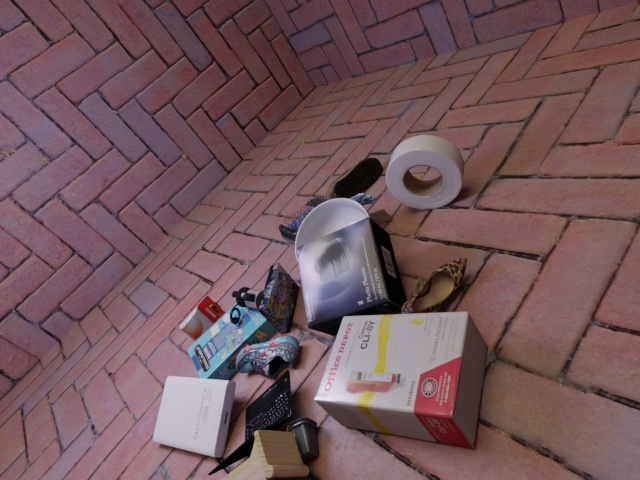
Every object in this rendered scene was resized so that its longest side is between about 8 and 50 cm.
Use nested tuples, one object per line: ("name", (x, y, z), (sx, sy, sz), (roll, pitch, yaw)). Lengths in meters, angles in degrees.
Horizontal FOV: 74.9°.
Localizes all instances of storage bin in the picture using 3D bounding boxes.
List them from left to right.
("storage bin", (-0.072, 0.571, 1.170), (0.135, 0.098, 0.091), (-31, 42, 10))

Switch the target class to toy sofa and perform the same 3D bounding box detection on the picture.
("toy sofa", (-0.207, 0.660, 1.068), (0.362, 0.150, 0.177), (-42, 48, 13))

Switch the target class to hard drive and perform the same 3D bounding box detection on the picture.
("hard drive", (-0.449, 0.607, 1.471), (0.353, 0.047, 0.233), (-10, 62, 36))

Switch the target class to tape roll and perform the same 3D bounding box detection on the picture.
("tape roll", (0.396, -0.253, 1.590), (0.286, 0.286, 0.100), (-14, 39, 34))

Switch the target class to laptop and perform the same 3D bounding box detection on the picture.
("laptop", (-0.205, 0.533, 1.247), (0.234, 0.136, 0.264), (-46, 27, 20))

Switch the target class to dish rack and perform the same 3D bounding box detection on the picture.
("dish rack", (-0.064, -0.104, 1.995), (0.271, 0.074, 0.208), (-42, 31, -16))

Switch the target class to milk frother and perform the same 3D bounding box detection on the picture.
("milk frother", (-0.280, 0.261, 1.643), (0.134, 0.129, 0.143), (1, 91, 45))

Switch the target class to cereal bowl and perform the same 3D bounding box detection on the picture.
("cereal bowl", (0.076, 0.012, 1.649), (0.338, 0.141, 0.339), (-13, 65, 29))

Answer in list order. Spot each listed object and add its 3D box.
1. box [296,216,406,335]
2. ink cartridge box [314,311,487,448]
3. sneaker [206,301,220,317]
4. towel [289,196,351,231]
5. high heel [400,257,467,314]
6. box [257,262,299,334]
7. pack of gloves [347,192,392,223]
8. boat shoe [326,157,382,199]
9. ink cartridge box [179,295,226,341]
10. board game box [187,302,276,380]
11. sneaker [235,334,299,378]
("box", (0.097, 0.128, 1.393), (0.294, 0.182, 0.296), (-24, 59, 24))
("ink cartridge box", (0.209, 0.348, 1.102), (0.384, 0.160, 0.279), (-10, 40, 37))
("sneaker", (-0.527, 0.338, 1.925), (0.075, 0.057, 0.161), (-39, -2, 16))
("towel", (0.007, -0.119, 2.053), (0.336, 0.040, 0.243), (-35, 29, 1))
("high heel", (0.341, 0.141, 1.217), (0.261, 0.186, 0.093), (-46, 72, 2))
("box", (-0.158, 0.225, 1.638), (0.044, 0.159, 0.233), (-19, 35, 24))
("pack of gloves", (0.154, -0.127, 1.746), (0.232, 0.195, 0.046), (-16, 48, 32))
("boat shoe", (0.154, -0.299, 2.031), (0.324, 0.123, 0.120), (-34, 16, -21))
("ink cartridge box", (-0.502, 0.356, 1.830), (0.045, 0.145, 0.179), (4, 49, 54))
("board game box", (-0.360, 0.401, 1.690), (0.336, 0.079, 0.253), (-44, 32, -10))
("sneaker", (-0.197, 0.426, 1.471), (0.261, 0.104, 0.125), (-26, 35, 19))
